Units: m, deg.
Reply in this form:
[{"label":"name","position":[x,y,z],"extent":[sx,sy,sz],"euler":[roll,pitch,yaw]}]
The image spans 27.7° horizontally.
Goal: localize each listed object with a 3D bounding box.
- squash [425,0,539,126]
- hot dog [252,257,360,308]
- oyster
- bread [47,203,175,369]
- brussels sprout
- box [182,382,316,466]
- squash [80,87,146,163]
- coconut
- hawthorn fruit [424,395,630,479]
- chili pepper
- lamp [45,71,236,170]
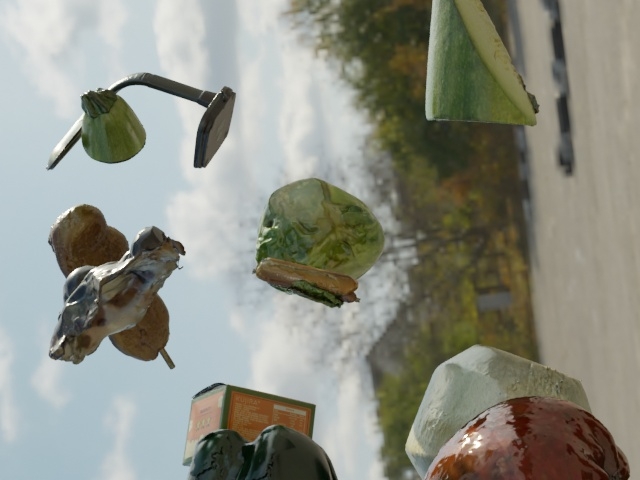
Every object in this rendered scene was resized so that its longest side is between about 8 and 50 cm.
[{"label":"squash","position":[0.204,-0.280,1.699],"extent":[0.093,0.169,0.252],"euler":[-4,-81,-52]},{"label":"hot dog","position":[-0.017,0.050,1.504],"extent":[0.056,0.133,0.041],"euler":[24,-101,-78]},{"label":"oyster","position":[-0.283,0.069,1.782],"extent":[0.096,0.221,0.361],"euler":[54,174,3]},{"label":"bread","position":[-0.334,0.088,2.144],"extent":[0.084,0.124,0.344],"euler":[18,144,53]},{"label":"brussels sprout","position":[0.000,0.000,2.010],"extent":[0.223,0.223,0.161],"euler":[63,-155,-67]},{"label":"box","position":[-0.137,0.370,2.498],"extent":[0.177,0.195,0.148],"euler":[-30,50,58]},{"label":"squash","position":[-0.332,-0.200,2.019],"extent":[0.132,0.105,0.105],"euler":[85,-177,-52]},{"label":"coconut","position":[0.247,0.283,1.784],"extent":[0.245,0.245,0.247],"euler":[52,-123,-74]},{"label":"hawthorn fruit","position":[0.229,0.332,1.553],"extent":[0.277,0.298,0.277],"euler":[54,-155,-41]},{"label":"chili pepper","position":[-0.077,0.380,1.731],"extent":[0.248,0.233,0.257],"euler":[82,-177,-73]},{"label":"lamp","position":[-0.290,-0.175,2.058],"extent":[0.203,0.283,0.124],"euler":[-65,-24,-45]}]
